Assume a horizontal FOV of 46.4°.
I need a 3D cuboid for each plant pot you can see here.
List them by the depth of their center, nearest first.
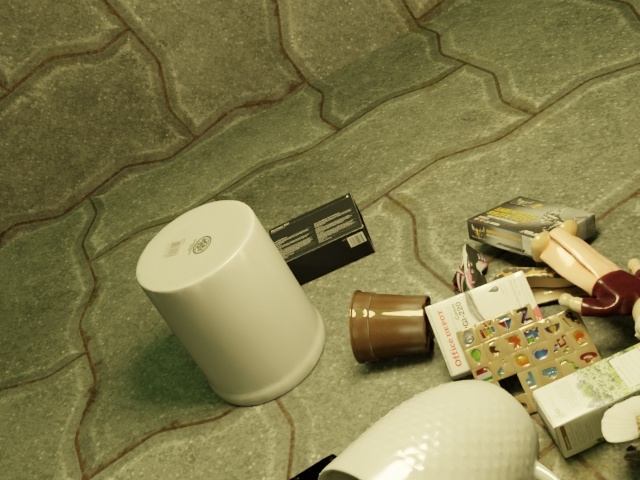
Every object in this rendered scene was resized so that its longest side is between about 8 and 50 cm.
[{"bbox_3d":[0.164,0.188,1.668,0.165,0.167,0.167,-6,39,18],"label":"plant pot"}]

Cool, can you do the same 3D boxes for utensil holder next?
[{"bbox_3d":[-0.205,0.144,1.774,0.327,0.386,0.328,-18,36,13],"label":"utensil holder"}]

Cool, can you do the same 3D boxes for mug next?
[{"bbox_3d":[0.238,0.411,1.223,0.328,0.276,0.374,-33,41,-32],"label":"mug"}]

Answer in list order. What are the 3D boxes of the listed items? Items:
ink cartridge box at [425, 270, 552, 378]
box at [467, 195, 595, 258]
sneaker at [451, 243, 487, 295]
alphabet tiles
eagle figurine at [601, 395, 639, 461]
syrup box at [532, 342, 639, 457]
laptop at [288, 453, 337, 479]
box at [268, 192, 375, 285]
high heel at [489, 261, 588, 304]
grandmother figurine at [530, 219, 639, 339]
[{"bbox_3d":[0.345,0.176,1.544,0.217,0.092,0.159,-23,72,11],"label":"ink cartridge box"},{"bbox_3d":[0.489,-0.033,1.744,0.183,0.056,0.231,-23,25,-26],"label":"box"},{"bbox_3d":[0.341,0.076,1.762,0.077,0.072,0.178,-45,11,29],"label":"sneaker"},{"bbox_3d":[0.412,0.227,1.460,0.237,0.009,0.198,-23,72,7],"label":"alphabet tiles"},{"bbox_3d":[0.571,0.287,1.121,0.225,0.298,0.226,-8,50,3],"label":"eagle figurine"},{"bbox_3d":[0.514,0.284,1.341,0.236,0.096,0.093,-26,32,4],"label":"syrup box"},{"bbox_3d":[0.010,0.559,1.412,0.264,0.137,0.234,-21,25,-38],"label":"laptop"},{"bbox_3d":[0.000,0.000,2.069,0.261,0.103,0.184,-24,37,7],"label":"box"},{"bbox_3d":[0.464,0.119,1.591,0.261,0.093,0.186,-36,32,-17],"label":"high heel"},{"bbox_3d":[0.558,0.085,1.454,0.207,0.104,0.342,-31,40,-11],"label":"grandmother figurine"}]
